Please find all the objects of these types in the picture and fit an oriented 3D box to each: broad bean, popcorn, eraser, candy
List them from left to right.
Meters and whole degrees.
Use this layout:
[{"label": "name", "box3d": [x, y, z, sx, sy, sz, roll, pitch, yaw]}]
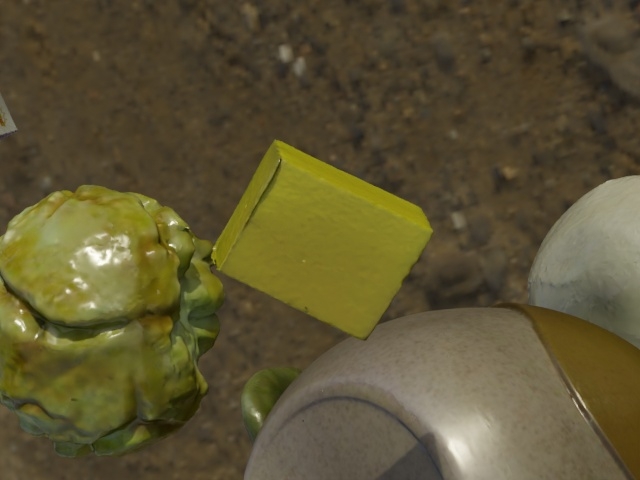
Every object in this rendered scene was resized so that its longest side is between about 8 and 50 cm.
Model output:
[{"label": "popcorn", "box3d": [-0.183, 0.066, 1.299, 0.204, 0.184, 0.221, 10, 105, 15]}, {"label": "broad bean", "box3d": [-0.008, 0.199, 1.674, 0.072, 0.207, 0.153, -35, 75, 39]}, {"label": "eraser", "box3d": [0.000, 0.000, 1.096, 0.097, 0.122, 0.045, -58, 20, 17]}, {"label": "candy", "box3d": [0.348, 0.063, 1.761, 0.295, 0.185, 0.295, 4, 96, 39]}]

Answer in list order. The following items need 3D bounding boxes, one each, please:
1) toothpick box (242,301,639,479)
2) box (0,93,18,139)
[{"label": "toothpick box", "box3d": [0.168, 0.255, 1.501, 0.409, 0.425, 0.409, -2, 88, 45]}, {"label": "box", "box3d": [-0.218, -0.070, 0.904, 0.036, 0.117, 0.050, -23, 97, 17]}]
